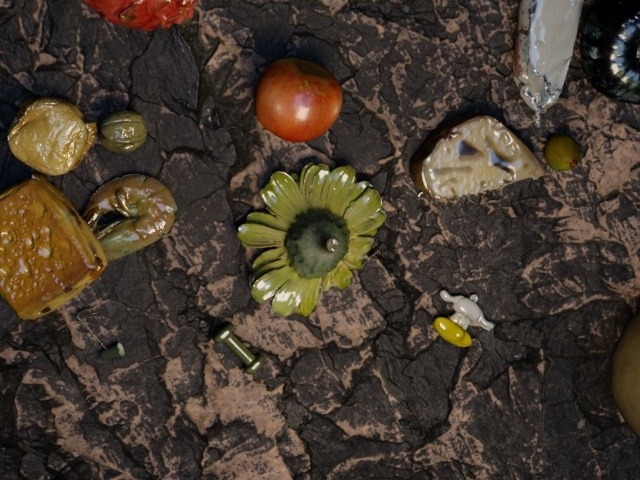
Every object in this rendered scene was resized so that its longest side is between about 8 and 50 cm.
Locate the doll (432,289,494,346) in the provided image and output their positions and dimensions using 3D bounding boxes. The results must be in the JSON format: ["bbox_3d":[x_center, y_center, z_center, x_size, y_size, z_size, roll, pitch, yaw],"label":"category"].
[{"bbox_3d":[0.292,0.159,1.927,0.113,0.071,0.135,-33,103,-8],"label":"doll"}]

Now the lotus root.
[{"bbox_3d":[0.307,-0.169,1.838,0.261,0.074,0.170,-19,104,-4],"label":"lotus root"}]

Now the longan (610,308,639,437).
[{"bbox_3d":[0.783,0.275,1.915,0.361,0.361,0.361,-2,105,-8],"label":"longan"}]

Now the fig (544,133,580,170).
[{"bbox_3d":[0.494,-0.174,1.857,0.074,0.088,0.074,-5,124,-8],"label":"fig"}]

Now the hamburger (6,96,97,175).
[{"bbox_3d":[-0.498,-0.197,1.696,0.147,0.083,0.138,27,103,-13],"label":"hamburger"}]

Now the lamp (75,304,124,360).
[{"bbox_3d":[-0.442,0.190,1.833,0.054,0.041,0.121,-19,111,6],"label":"lamp"}]

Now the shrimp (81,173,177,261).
[{"bbox_3d":[-0.406,-0.028,1.768,0.267,0.061,0.145,-33,95,6],"label":"shrimp"}]

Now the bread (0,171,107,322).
[{"bbox_3d":[-0.529,0.009,1.711,0.210,0.099,0.235,-34,91,11],"label":"bread"}]

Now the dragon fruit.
[{"bbox_3d":[-0.313,-0.476,1.579,0.252,0.241,0.241,18,103,15],"label":"dragon fruit"}]

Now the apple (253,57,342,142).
[{"bbox_3d":[-0.045,-0.261,1.714,0.163,0.163,0.139,16,115,-13],"label":"apple"}]

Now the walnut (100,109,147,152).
[{"bbox_3d":[-0.369,-0.204,1.716,0.092,0.092,0.092,-2,105,-8],"label":"walnut"}]

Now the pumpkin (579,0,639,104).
[{"bbox_3d":[0.620,-0.380,1.782,0.233,0.163,0.233,1,110,1],"label":"pumpkin"}]

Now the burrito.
[{"bbox_3d":[0.441,-0.440,1.769,0.139,0.101,0.445,1,105,-25],"label":"burrito"}]

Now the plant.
[{"bbox_3d":[0.020,0.002,1.780,0.261,0.297,0.306,5,88,-41],"label":"plant"}]

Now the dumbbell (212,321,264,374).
[{"bbox_3d":[-0.168,0.221,1.878,0.052,0.046,0.118,-42,106,-2],"label":"dumbbell"}]
